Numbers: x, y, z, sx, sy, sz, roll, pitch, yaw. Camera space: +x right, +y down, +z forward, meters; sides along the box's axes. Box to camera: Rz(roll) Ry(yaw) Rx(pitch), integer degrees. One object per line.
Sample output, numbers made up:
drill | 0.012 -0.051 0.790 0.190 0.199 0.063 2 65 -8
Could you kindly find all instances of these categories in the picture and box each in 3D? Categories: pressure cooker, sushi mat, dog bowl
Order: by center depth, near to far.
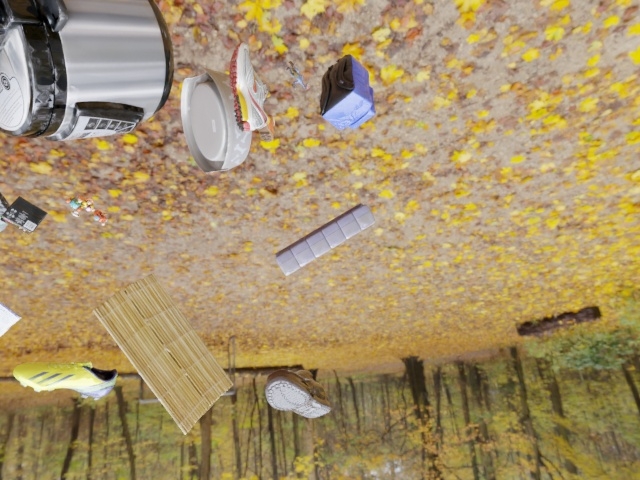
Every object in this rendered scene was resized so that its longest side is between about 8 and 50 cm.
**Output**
sushi mat | -0.324 0.230 0.903 0.019 0.316 0.151 -32 -176 43
pressure cooker | -0.601 -0.419 0.945 0.420 0.375 0.370 -31 149 -51
dog bowl | -0.350 -0.398 1.431 0.102 0.348 0.349 -18 170 -36

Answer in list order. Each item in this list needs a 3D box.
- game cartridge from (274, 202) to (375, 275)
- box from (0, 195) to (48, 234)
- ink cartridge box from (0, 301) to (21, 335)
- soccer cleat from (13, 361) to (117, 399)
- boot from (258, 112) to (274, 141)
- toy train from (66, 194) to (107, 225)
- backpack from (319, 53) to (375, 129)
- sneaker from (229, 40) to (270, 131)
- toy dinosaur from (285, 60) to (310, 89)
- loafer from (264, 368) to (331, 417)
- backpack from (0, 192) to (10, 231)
game cartridge | 0.000 0.000 1.040 0.230 0.068 0.355 -35 180 -5
box | -0.616 -0.050 0.886 0.062 0.052 0.083 40 154 -31
ink cartridge box | -0.918 0.182 1.076 0.224 0.045 0.223 -37 111 3
soccer cleat | -0.778 0.410 1.322 0.289 0.093 0.121 31 97 -39
boot | -0.207 -0.445 1.574 0.059 0.084 0.158 7 157 11
toy train | -0.904 -0.126 1.669 0.046 0.125 0.166 -40 165 6
backpack | 0.052 -0.286 0.830 0.098 0.120 0.101 -25 146 34
sneaker | -0.185 -0.403 1.123 0.093 0.225 0.088 -11 -170 -22
toy dinosaur | -0.062 -0.498 1.293 0.047 0.090 0.082 -22 134 33
loafer | -0.086 0.519 1.494 0.134 0.130 0.366 -25 139 9
backpack | -0.865 -0.055 1.045 0.182 0.115 0.152 -42 157 -30
